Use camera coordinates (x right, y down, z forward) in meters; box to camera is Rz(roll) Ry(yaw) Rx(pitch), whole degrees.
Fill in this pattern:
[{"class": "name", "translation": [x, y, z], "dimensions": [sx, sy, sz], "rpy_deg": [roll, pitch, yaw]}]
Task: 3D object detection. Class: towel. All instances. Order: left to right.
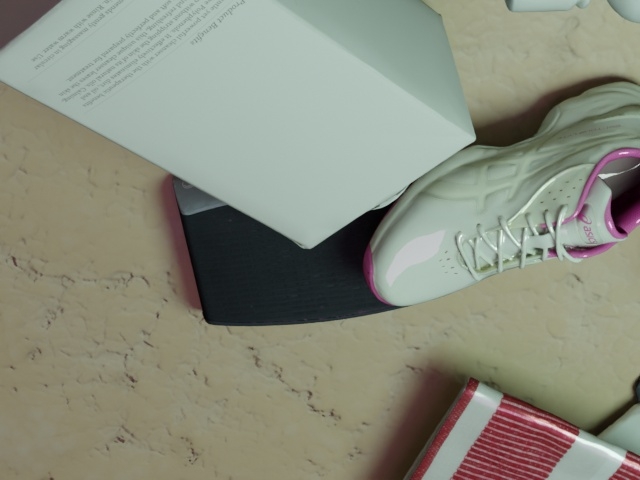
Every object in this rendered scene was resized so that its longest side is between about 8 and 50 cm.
[{"class": "towel", "translation": [0.240, 0.288, 1.589], "dimensions": [0.329, 0.037, 0.237], "rpy_deg": [26, 122, -3]}]

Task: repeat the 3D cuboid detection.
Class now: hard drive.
[{"class": "hard drive", "translation": [0.000, 0.000, 1.507], "dimensions": [0.255, 0.054, 0.172], "rpy_deg": [-7, 121, 5]}]

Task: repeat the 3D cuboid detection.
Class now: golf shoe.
[{"class": "golf shoe", "translation": [0.180, -0.026, 1.408], "dimensions": [0.306, 0.140, 0.115], "rpy_deg": [-31, 123, 1]}]

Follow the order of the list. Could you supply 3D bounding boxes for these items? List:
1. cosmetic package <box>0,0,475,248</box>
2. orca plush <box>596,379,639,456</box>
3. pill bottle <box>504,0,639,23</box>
[{"class": "cosmetic package", "translation": [-0.070, -0.155, 1.272], "dimensions": [0.197, 0.155, 0.365], "rpy_deg": [-32, 140, 27]}, {"class": "orca plush", "translation": [0.398, 0.179, 1.615], "dimensions": [0.287, 0.102, 0.151], "rpy_deg": [-41, 68, 17]}, {"class": "pill bottle", "translation": [0.322, -0.272, 1.255], "dimensions": [0.361, 0.204, 0.204], "rpy_deg": [-3, 121, 2]}]
